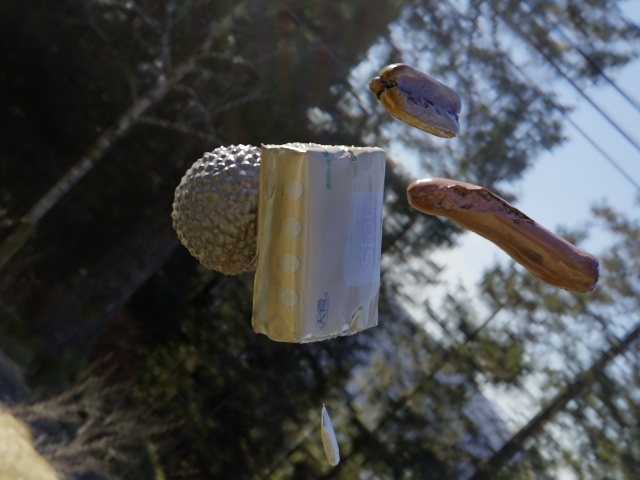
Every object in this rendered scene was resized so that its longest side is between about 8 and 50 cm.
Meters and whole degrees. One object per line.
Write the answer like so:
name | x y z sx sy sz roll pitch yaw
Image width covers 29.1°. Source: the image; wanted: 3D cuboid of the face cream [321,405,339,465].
face cream | 0.012 0.289 1.811 0.115 0.020 0.038 77 10 -45

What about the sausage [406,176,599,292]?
sausage | 0.261 -0.013 1.731 0.304 0.078 0.078 30 3 -8

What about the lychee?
lychee | -0.104 -0.039 1.533 0.165 0.165 0.197 45 -6 -20

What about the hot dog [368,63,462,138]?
hot dog | 0.172 -0.244 2.173 0.068 0.100 0.249 -5 -14 35

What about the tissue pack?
tissue pack | 0.000 0.000 1.407 0.090 0.222 0.186 4 4 33
